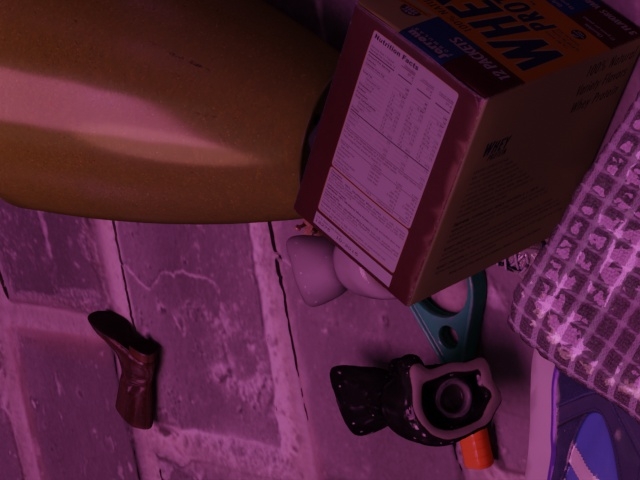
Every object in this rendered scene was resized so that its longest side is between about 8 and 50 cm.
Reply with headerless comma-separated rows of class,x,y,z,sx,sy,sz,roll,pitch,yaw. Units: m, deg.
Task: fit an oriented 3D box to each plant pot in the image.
plant pot,-0.114,-0.123,1.638,0.294,0.275,0.274,17,121,24

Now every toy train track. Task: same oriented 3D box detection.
toy train track,0.000,0.000,1.735,0.083,0.014,0.048,49,136,19

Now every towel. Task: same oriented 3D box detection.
towel,0.289,0.006,1.273,0.235,0.121,0.283,36,104,30

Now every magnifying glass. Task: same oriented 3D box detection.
magnifying glass,0.119,0.094,1.644,0.092,0.026,0.231,0,109,47

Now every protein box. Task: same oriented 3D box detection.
protein box,0.113,-0.092,1.429,0.136,0.200,0.201,41,133,26

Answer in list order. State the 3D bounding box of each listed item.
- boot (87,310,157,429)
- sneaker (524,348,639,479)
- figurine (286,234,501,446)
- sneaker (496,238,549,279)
boot,-0.220,0.145,2.025,0.106,0.037,0.114,35,135,34
sneaker,0.282,0.212,1.443,0.236,0.130,0.322,12,111,48
figurine,0.046,0.078,1.643,0.209,0.092,0.214,-14,95,64
sneaker,0.148,0.004,1.545,0.135,0.058,0.052,40,133,27
